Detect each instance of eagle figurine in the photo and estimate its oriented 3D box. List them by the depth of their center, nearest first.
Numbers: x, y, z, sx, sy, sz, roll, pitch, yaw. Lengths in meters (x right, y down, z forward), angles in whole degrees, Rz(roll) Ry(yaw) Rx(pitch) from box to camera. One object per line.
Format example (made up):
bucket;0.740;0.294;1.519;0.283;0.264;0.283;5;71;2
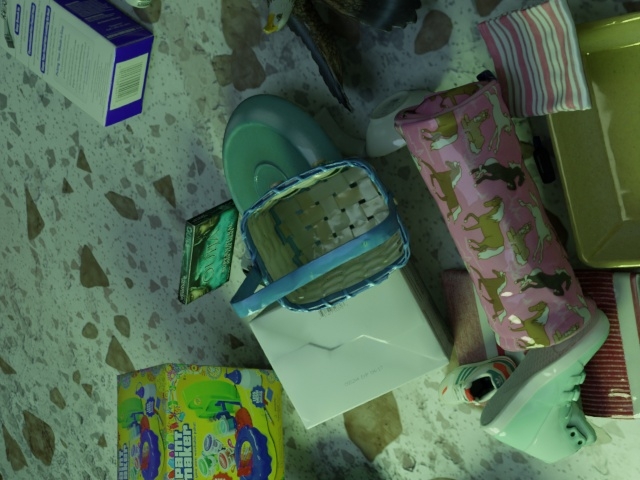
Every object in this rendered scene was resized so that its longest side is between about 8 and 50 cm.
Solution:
eagle figurine;-0.017;-0.362;1.505;0.298;0.225;0.226;29;172;-6

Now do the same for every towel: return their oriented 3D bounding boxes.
towel;0.274;-0.229;1.279;0.197;0.029;0.144;10;119;71
towel;0.350;0.155;1.530;0.329;0.037;0.237;-2;108;40

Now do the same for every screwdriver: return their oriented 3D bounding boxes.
screwdriver;0.304;-0.162;1.420;0.025;0.024;0.169;9;118;71

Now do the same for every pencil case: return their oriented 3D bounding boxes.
pencil case;0.245;-0.031;1.373;0.160;0.167;0.386;-11;109;54

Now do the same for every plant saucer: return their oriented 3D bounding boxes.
plant saucer;0.461;-0.137;1.254;0.333;0.081;0.332;-4;109;42
plant saucer;-0.065;-0.091;1.675;0.318;0.044;0.317;29;135;34

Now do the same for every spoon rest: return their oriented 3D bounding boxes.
spoon rest;0.089;-0.175;1.544;0.276;0.137;0.084;4;136;55

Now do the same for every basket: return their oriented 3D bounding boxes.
basket;0.000;0.000;1.440;0.255;0.289;0.201;-27;106;13

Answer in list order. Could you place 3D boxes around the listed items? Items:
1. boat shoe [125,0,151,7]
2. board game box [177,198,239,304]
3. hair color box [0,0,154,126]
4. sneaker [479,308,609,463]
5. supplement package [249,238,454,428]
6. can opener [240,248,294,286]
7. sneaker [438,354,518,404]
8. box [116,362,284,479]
boat shoe;-0.378;-0.519;1.799;0.219;0.078;0.070;42;134;6
board game box;-0.213;0.023;1.887;0.026;0.126;0.186;30;128;26
hair color box;-0.483;-0.392;1.929;0.339;0.110;0.185;36;132;20
sneaker;0.372;0.221;1.473;0.151;0.094;0.256;33;113;-12
supplement package;0.055;0.149;1.628;0.262;0.145;0.204;-27;93;14
can opener;-0.028;0.069;1.803;0.280;0.074;0.093;21;158;34
sneaker;0.237;0.232;1.580;0.161;0.075;0.057;-28;89;43
box;-0.230;0.397;1.910;0.177;0.279;0.289;-19;69;45
